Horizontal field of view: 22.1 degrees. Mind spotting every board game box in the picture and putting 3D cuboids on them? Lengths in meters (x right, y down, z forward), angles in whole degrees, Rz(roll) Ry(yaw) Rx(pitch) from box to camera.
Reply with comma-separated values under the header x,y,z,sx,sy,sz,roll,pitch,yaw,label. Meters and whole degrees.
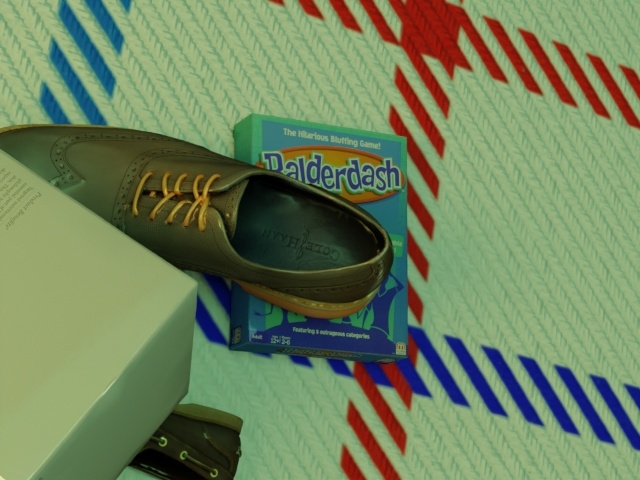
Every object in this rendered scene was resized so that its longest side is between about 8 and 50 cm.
x,y,z,sx,sy,sz,roll,pitch,yaw,label
0.000,0.000,1.482,0.160,0.047,0.210,6,74,-25,board game box

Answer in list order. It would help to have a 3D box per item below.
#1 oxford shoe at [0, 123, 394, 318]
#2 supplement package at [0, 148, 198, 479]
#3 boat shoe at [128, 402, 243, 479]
x,y,z,sx,sy,sz,roll,pitch,yaw,label
-0.112,-0.035,1.358,0.363,0.133,0.130,12,75,-6,oxford shoe
-0.255,0.072,1.204,0.262,0.198,0.199,33,63,11,supplement package
-0.158,0.159,1.350,0.207,0.073,0.073,18,68,-22,boat shoe
